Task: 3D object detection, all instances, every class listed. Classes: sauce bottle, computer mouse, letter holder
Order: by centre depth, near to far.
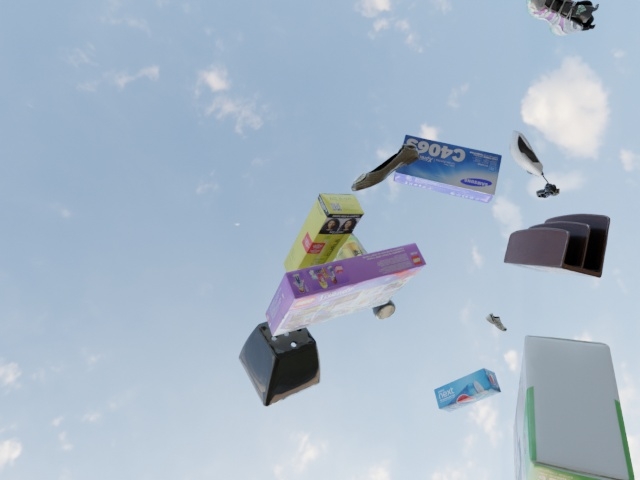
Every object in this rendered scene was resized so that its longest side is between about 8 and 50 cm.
[{"bbox_3d":[0.522,-0.186,1.090,0.042,0.106,0.193,-33,-91,13],"label":"computer mouse"},{"bbox_3d":[0.138,0.110,1.439,0.111,0.345,0.112,-17,-43,-16],"label":"sauce bottle"},{"bbox_3d":[0.806,-0.002,1.503,0.151,0.302,0.215,13,-92,-11],"label":"letter holder"}]

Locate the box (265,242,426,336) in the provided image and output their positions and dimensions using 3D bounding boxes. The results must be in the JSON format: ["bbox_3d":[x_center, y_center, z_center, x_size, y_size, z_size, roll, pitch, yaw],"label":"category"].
[{"bbox_3d":[0.047,0.102,0.895,0.292,0.201,0.057,-11,-116,-25],"label":"box"}]

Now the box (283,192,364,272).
[{"bbox_3d":[0.000,0.000,0.920,0.087,0.232,0.058,-1,-128,-30],"label":"box"}]

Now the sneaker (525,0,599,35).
[{"bbox_3d":[0.307,-0.288,0.539,0.098,0.069,0.038,10,-75,-33],"label":"sneaker"}]

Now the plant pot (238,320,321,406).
[{"bbox_3d":[-0.107,0.318,1.241,0.187,0.188,0.167,-13,-47,-31],"label":"plant pot"}]

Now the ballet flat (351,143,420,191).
[{"bbox_3d":[0.188,-0.217,1.279,0.249,0.084,0.058,-31,-69,-16],"label":"ballet flat"}]

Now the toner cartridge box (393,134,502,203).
[{"bbox_3d":[0.450,-0.257,1.554,0.347,0.075,0.165,14,-107,10],"label":"toner cartridge box"}]

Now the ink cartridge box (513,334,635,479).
[{"bbox_3d":[0.379,0.328,0.691,0.121,0.211,0.289,2,-49,21],"label":"ink cartridge box"}]

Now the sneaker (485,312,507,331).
[{"bbox_3d":[0.635,0.292,1.557,0.083,0.032,0.037,35,-76,5],"label":"sneaker"}]

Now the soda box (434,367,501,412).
[{"bbox_3d":[0.491,0.507,1.467,0.067,0.071,0.210,26,-50,-31],"label":"soda box"}]
